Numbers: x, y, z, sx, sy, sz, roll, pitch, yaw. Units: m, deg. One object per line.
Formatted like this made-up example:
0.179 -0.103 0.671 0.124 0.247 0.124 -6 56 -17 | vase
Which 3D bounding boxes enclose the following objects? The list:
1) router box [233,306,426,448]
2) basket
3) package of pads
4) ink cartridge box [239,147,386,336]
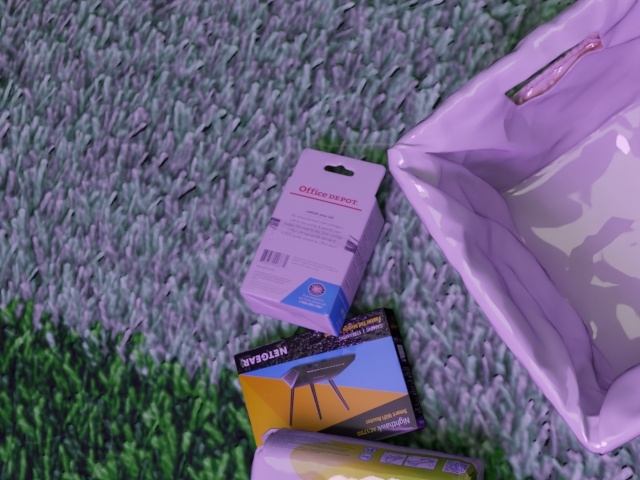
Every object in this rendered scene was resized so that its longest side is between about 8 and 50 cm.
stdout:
0.009 0.160 1.330 0.179 0.046 0.133 -20 79 17 | router box
0.301 -0.028 1.127 0.328 0.266 0.331 -37 73 13 | basket
0.034 0.347 1.252 0.229 0.101 0.296 7 95 16 | package of pads
0.000 0.000 1.324 0.104 0.060 0.180 15 67 21 | ink cartridge box
